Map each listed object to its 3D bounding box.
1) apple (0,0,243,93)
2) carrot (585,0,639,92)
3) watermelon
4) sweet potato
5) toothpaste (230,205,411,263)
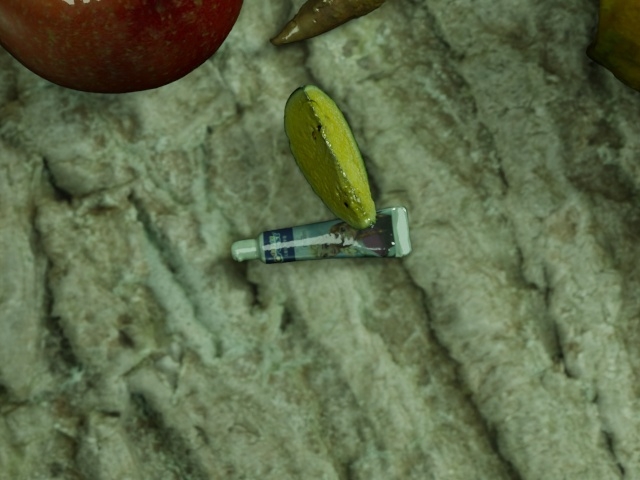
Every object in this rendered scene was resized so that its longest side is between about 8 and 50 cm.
[{"bbox_3d":[-0.245,-0.337,1.793,0.348,0.277,0.348,0,92,4],"label":"apple"},{"bbox_3d":[0.421,-0.260,1.767,0.340,0.241,0.241,39,95,-1],"label":"carrot"},{"bbox_3d":[0.001,-0.096,1.886,0.075,0.092,0.181,-24,100,19],"label":"watermelon"},{"bbox_3d":[0.028,-0.287,1.884,0.206,0.060,0.068,-33,114,13],"label":"sweet potato"},{"bbox_3d":[0.000,0.000,1.916,0.216,0.037,0.062,-6,91,0],"label":"toothpaste"}]
